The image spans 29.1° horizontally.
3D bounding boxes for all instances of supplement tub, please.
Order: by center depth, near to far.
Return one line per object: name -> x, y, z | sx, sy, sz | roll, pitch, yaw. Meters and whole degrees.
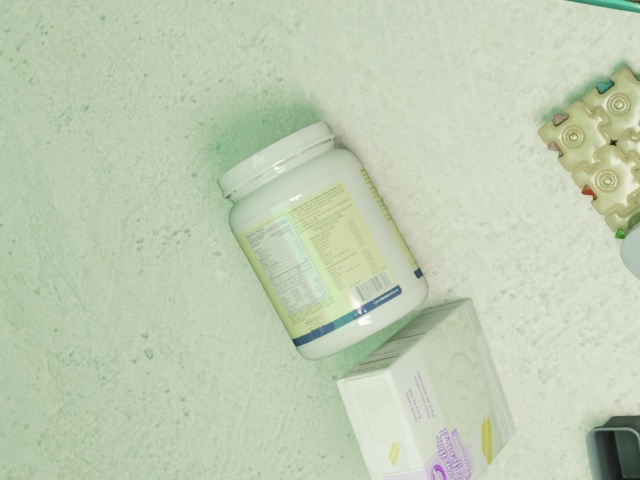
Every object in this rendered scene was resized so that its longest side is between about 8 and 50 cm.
supplement tub -> 0.000, 0.000, 1.940 | 0.235, 0.235, 0.324 | -29, 90, 33

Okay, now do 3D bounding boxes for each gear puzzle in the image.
gear puzzle -> 0.478, -0.077, 1.765 | 0.175, 0.044, 0.339 | -37, 89, 24

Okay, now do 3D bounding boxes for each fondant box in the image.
fondant box -> 0.170, 0.255, 1.868 | 0.096, 0.330, 0.238 | -16, 98, 32

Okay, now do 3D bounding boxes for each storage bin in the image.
storage bin -> 0.469, 0.329, 1.864 | 0.098, 0.091, 0.135 | -7, 103, 31

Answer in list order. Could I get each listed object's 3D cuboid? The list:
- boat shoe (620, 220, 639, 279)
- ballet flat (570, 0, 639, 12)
boat shoe -> 0.582, -0.045, 1.650 | 0.367, 0.156, 0.136 | -24, 108, 44
ballet flat -> 0.473, -0.342, 1.647 | 0.349, 0.123, 0.123 | 21, 114, 22
